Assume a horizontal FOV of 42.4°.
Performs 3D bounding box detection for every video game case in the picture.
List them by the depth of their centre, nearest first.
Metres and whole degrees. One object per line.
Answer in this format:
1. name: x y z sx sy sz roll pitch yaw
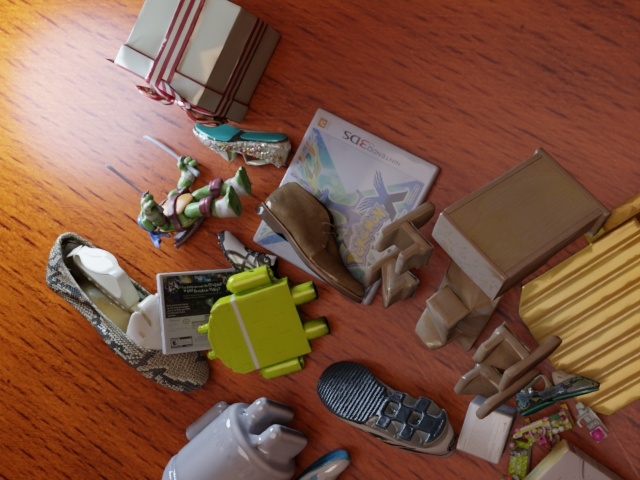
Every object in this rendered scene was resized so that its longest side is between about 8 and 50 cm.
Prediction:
1. video game case: 0.050 -0.074 1.766 0.300 0.036 0.329 29 98 17
2. video game case: -0.259 0.152 1.804 0.022 0.190 0.173 -11 83 61

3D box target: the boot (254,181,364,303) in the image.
1. boot: 0.000 0.000 1.712 0.115 0.112 0.305 -44 73 1

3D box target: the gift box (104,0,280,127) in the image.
1. gift box: -0.280 -0.403 1.770 0.255 0.276 0.258 29 99 22

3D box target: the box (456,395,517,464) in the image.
1. box: 0.328 0.370 1.624 0.087 0.101 0.102 19 94 18

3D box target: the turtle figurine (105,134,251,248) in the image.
1. turtle figurine: -0.305 -0.122 1.804 0.266 0.198 0.275 -8 90 18

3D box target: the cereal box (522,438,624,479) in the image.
1. cereal box: 0.492 0.500 1.539 0.240 0.047 0.173 34 108 -7

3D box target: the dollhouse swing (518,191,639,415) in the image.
1. dollhouse swing: 0.551 0.134 1.475 0.305 0.315 0.347 -32 79 4

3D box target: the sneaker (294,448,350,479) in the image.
1. sneaker: -0.009 0.531 1.749 0.092 0.087 0.229 46 109 7

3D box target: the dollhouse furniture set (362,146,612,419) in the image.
1. dollhouse furniture set: 0.314 0.056 1.521 0.256 0.394 0.362 -30 65 -24

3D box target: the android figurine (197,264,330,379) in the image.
1. android figurine: -0.124 0.182 1.762 0.273 0.056 0.248 -19 104 6

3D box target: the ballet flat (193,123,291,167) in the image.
1. ballet flat: -0.176 -0.207 1.828 0.241 0.091 0.077 13 122 23

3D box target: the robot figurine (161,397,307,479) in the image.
1. robot figurine: -0.195 0.484 1.745 0.353 0.200 0.300 -44 46 12

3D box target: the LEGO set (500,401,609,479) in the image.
1. LEGO set: 0.405 0.414 1.580 0.132 0.107 0.287 47 110 25

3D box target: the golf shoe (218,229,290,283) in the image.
1. golf shoe: -0.143 0.045 1.812 0.094 0.077 0.198 -38 88 11

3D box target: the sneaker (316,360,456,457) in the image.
1. sneaker: 0.132 0.360 1.686 0.330 0.146 0.122 23 67 41

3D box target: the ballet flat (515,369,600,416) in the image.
1. ballet flat: 0.445 0.282 1.580 0.188 0.070 0.070 -33 77 41

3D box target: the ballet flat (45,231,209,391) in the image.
1. ballet flat: -0.437 0.145 1.843 0.483 0.164 0.182 37 136 18
